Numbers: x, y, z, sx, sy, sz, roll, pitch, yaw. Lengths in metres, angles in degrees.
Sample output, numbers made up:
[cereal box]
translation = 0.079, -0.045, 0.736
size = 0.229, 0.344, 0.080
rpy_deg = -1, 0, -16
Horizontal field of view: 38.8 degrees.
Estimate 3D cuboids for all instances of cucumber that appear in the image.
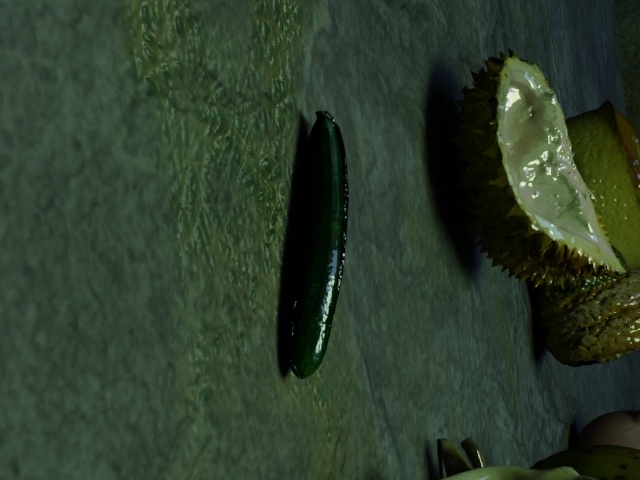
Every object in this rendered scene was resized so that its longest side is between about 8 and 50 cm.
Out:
[cucumber]
translation = 0.000, 0.000, 0.596
size = 0.033, 0.036, 0.184
rpy_deg = 57, 36, -62

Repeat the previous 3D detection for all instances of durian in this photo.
[durian]
translation = 0.196, -0.066, 0.927
size = 0.183, 0.138, 0.249
rpy_deg = -14, 89, -35

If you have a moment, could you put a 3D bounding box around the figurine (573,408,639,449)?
[figurine]
translation = 0.475, 0.341, 1.394
size = 0.173, 0.173, 0.173
rpy_deg = -6, 90, -65

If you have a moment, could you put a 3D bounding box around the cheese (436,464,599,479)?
[cheese]
translation = 0.120, 0.277, 0.594
size = 0.266, 0.127, 0.233
rpy_deg = -11, 89, -33

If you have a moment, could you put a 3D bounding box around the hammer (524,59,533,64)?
[hammer]
translation = 0.307, -0.073, 1.282
size = 0.111, 0.044, 0.365
rpy_deg = -71, 148, -45

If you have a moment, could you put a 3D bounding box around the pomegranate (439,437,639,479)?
[pomegranate]
translation = 0.223, 0.325, 0.817
size = 0.291, 0.324, 0.290
rpy_deg = -168, -90, -86

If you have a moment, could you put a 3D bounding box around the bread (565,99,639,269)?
[bread]
translation = 0.434, -0.075, 1.369
size = 0.270, 0.148, 0.269
rpy_deg = -19, 90, -77

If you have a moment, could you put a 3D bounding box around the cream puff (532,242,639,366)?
[cream puff]
translation = 0.367, 0.065, 1.235
size = 0.168, 0.183, 0.183
rpy_deg = 66, 27, -4
